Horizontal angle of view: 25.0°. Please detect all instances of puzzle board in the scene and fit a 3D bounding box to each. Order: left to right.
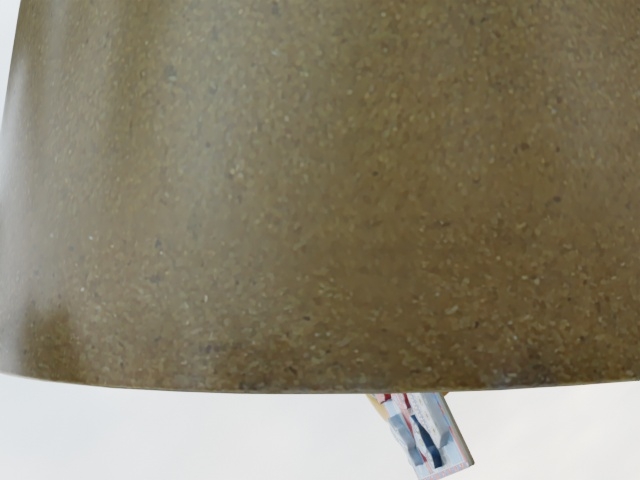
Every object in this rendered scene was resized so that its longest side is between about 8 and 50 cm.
[{"bbox_3d":[0.043,0.076,0.822,0.011,0.128,0.096,-23,-10,-16],"label":"puzzle board"}]

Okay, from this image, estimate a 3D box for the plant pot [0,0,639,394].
[{"bbox_3d":[0.014,-0.095,0.424,0.237,0.237,0.254,-5,-87,-53],"label":"plant pot"}]

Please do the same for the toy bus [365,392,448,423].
[{"bbox_3d":[0.000,0.000,1.257,0.108,0.332,0.130,-37,9,-23],"label":"toy bus"}]
